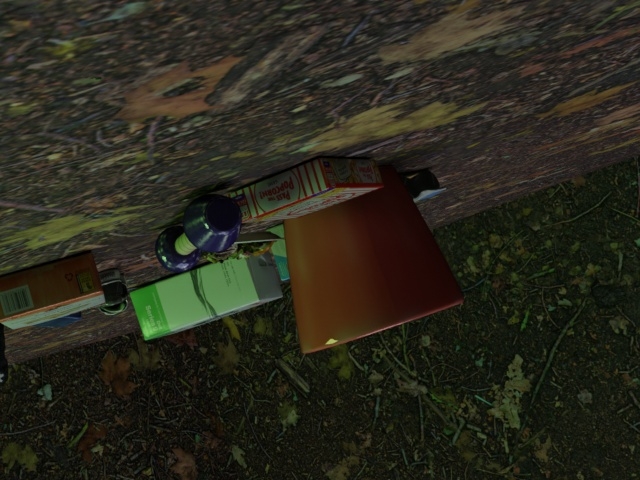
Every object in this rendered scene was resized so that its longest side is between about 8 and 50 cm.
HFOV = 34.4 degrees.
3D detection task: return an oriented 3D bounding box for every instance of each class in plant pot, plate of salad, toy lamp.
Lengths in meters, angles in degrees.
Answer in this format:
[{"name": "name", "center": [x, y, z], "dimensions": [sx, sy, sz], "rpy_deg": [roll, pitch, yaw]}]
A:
[{"name": "plant pot", "center": [0.065, 0.026, 1.650], "dimensions": [0.274, 0.243, 0.275], "rpy_deg": [-17, 175, -2]}, {"name": "plate of salad", "center": [-0.152, 0.013, 1.705], "dimensions": [0.199, 0.048, 0.200], "rpy_deg": [-4, -179, 0]}, {"name": "toy lamp", "center": [-0.165, -0.011, 1.402], "dimensions": [0.080, 0.080, 0.274], "rpy_deg": [-16, 178, -22]}]

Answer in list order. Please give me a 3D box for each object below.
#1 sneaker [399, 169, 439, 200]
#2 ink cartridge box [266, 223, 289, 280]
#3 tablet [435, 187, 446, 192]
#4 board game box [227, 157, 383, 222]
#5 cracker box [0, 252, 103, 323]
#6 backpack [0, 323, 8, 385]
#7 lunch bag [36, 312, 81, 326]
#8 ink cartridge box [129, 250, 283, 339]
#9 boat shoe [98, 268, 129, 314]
[{"name": "sneaker", "center": [0.147, -0.083, 1.805], "dimensions": [0.061, 0.054, 0.152], "rpy_deg": [-37, 164, 37]}, {"name": "ink cartridge box", "center": [0.000, 0.000, 1.976], "dimensions": [0.181, 0.104, 0.061], "rpy_deg": [-18, 176, 13]}, {"name": "tablet", "center": [0.242, -0.102, 2.310], "dimensions": [0.054, 0.006, 0.083], "rpy_deg": [-16, 174, -20]}, {"name": "board game box", "center": [-0.016, -0.070, 1.430], "dimensions": [0.146, 0.045, 0.193], "rpy_deg": [-20, 175, 25]}, {"name": "cracker box", "center": [-0.416, 0.082, 1.597], "dimensions": [0.155, 0.067, 0.232], "rpy_deg": [-16, 176, -12]}, {"name": "backpack", "center": [-0.599, 0.173, 1.654], "dimensions": [0.182, 0.152, 0.115], "rpy_deg": [-4, 162, -24]}, {"name": "lunch bag", "center": [-0.460, 0.110, 1.803], "dimensions": [0.067, 0.065, 0.098], "rpy_deg": [8, 160, -43]}, {"name": "ink cartridge box", "center": [-0.255, 0.122, 2.368], "dimensions": [0.289, 0.122, 0.211], "rpy_deg": [-19, 176, 12]}, {"name": "boat shoe", "center": [-0.394, 0.103, 1.917], "dimensions": [0.077, 0.070, 0.219], "rpy_deg": [-17, 176, -9]}]
